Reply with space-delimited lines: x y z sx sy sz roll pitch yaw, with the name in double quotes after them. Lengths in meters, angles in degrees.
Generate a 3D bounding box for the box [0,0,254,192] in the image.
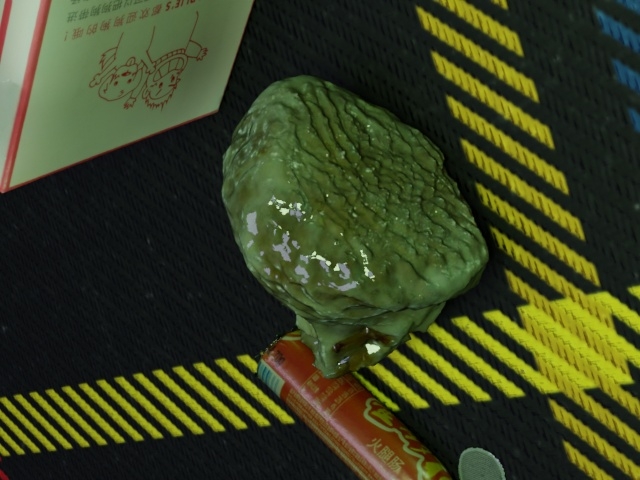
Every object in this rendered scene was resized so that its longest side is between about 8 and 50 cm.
-0.256 -0.280 1.408 0.300 0.314 0.312 41 132 22 "box"

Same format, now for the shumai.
0.000 0.000 1.334 0.260 0.225 0.222 45 135 0 "shumai"

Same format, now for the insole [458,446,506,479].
0.164 0.309 1.465 0.080 0.003 0.232 16 118 41 "insole"

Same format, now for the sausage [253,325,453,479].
0.045 0.197 1.488 0.264 0.083 0.083 43 133 22 "sausage"
